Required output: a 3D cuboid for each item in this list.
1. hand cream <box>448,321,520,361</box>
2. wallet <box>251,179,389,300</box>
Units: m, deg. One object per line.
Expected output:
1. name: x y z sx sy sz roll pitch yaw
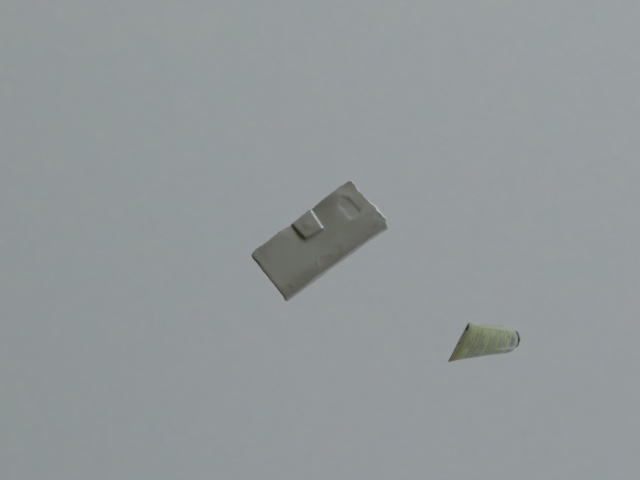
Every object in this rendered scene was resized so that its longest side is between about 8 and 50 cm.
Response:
1. hand cream: 0.127 0.077 1.342 0.022 0.102 0.035 36 -74 27
2. wallet: 0.000 0.000 1.115 0.083 0.011 0.044 -37 -116 -6
